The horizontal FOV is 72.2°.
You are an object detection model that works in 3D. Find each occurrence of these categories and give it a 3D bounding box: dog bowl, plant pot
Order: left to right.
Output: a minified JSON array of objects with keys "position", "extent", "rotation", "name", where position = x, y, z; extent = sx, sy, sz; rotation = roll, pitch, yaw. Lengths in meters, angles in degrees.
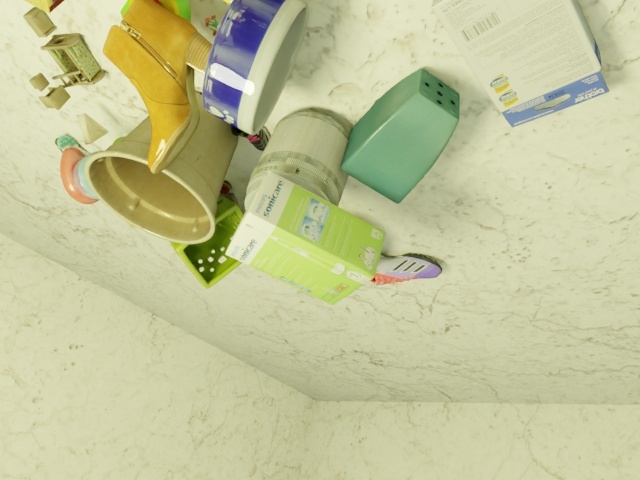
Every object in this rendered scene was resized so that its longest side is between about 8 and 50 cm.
[{"position":[-0.370,-0.209,1.152],"extent":[0.334,0.305,0.334],"rotation":[14,147,9],"name":"plant pot"},{"position":[-0.366,-0.023,1.402],"extent":[0.207,0.227,0.228],"rotation":[37,158,36],"name":"plant pot"},{"position":[-0.124,-0.348,0.852],"extent":[0.104,0.265,0.265],"rotation":[25,148,-5],"name":"dog bowl"},{"position":[0.186,-0.236,0.962],"extent":[0.166,0.165,0.234],"rotation":[29,139,-15],"name":"plant pot"}]

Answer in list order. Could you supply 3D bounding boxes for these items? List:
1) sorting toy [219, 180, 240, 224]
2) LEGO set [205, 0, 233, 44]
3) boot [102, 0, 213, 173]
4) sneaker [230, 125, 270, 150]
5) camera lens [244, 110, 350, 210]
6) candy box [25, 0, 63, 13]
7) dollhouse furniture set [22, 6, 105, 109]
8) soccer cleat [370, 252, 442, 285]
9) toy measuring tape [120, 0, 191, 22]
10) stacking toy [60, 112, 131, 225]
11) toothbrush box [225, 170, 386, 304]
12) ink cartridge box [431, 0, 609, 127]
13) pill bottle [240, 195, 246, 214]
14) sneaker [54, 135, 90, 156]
[{"position":[-0.350,-0.108,1.536],"extent":[0.132,0.046,0.274],"rotation":[10,147,14],"name":"sorting toy"},{"position":[-0.192,-0.471,0.846],"extent":[0.107,0.132,0.287],"rotation":[33,152,-6],"name":"LEGO set"},{"position":[-0.339,-0.305,0.876],"extent":[0.211,0.104,0.295],"rotation":[31,103,-7],"name":"boot"},{"position":[-0.194,-0.289,1.154],"extent":[0.063,0.074,0.170],"rotation":[-2,142,30],"name":"sneaker"},{"position":[-0.045,-0.162,1.080],"extent":[0.219,0.274,0.219],"rotation":[13,148,9],"name":"camera lens"},{"position":[-0.634,-0.573,0.928],"extent":[0.187,0.109,0.053],"rotation":[26,147,-10],"name":"candy box"},{"position":[-0.655,-0.446,1.081],"extent":[0.101,0.161,0.182],"rotation":[6,147,20],"name":"dollhouse furniture set"},{"position":[0.244,0.108,1.481],"extent":[0.318,0.116,0.108],"rotation":[6,146,20],"name":"soccer cleat"},{"position":[-0.283,-0.497,0.867],"extent":[0.330,0.121,0.121],"rotation":[-27,126,37],"name":"toy measuring tape"},{"position":[-0.560,-0.210,1.264],"extent":[0.130,0.279,0.309],"rotation":[-10,162,22],"name":"stacking toy"},{"position":[-0.037,0.007,0.956],"extent":[0.283,0.122,0.206],"rotation":[26,148,-11],"name":"toothbrush box"},{"position":[0.360,-0.354,0.779],"extent":[0.186,0.065,0.311],"rotation":[-17,131,43],"name":"ink cartridge box"},{"position":[-0.134,-0.113,1.344],"extent":[0.222,0.124,0.124],"rotation":[-6,140,36],"name":"pill bottle"},{"position":[-0.844,-0.296,1.516],"extent":[0.076,0.065,0.166],"rotation":[17,149,36],"name":"sneaker"}]
